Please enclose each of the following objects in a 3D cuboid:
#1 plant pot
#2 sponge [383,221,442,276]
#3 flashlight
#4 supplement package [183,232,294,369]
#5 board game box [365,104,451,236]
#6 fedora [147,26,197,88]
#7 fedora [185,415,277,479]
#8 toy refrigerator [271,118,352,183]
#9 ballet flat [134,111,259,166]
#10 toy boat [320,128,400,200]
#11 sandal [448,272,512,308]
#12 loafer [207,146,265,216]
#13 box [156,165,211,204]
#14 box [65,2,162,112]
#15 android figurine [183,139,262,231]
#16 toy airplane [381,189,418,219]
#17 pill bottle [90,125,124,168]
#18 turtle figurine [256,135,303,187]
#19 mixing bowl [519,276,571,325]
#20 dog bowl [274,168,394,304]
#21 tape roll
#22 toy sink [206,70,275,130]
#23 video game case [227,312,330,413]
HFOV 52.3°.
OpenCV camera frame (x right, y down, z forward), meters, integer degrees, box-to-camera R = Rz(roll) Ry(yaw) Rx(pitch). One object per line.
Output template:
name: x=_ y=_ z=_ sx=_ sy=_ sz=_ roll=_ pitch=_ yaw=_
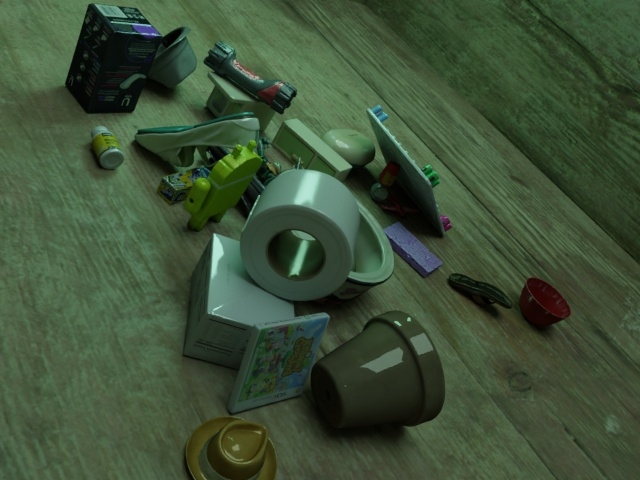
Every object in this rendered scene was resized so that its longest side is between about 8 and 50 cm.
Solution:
plant pot: x=0.109 y=0.311 z=1.452 sx=0.229 sy=0.263 sz=0.263 roll=-15 pitch=54 yaw=-26
sponge: x=0.298 y=0.028 z=2.148 sx=0.210 sy=0.031 sz=0.117 roll=45 pitch=34 yaw=16
flashlight: x=-0.223 y=-0.538 z=2.129 sx=0.304 sy=0.103 sz=0.103 roll=37 pitch=30 yaw=-1
supplement package: x=-0.180 y=0.143 z=1.473 sx=0.204 sy=0.145 sz=0.262 roll=20 pitch=35 yaw=-20
board game box: x=0.318 y=-0.243 z=2.288 sx=0.390 sy=0.050 sz=0.390 roll=57 pitch=0 yaw=31
fedora: x=-0.493 y=-0.580 z=2.130 sx=0.124 sy=0.244 sz=0.275 roll=51 pitch=13 yaw=-29
fedora: x=-0.154 y=0.395 z=1.227 sx=0.194 sy=0.079 sz=0.194 roll=23 pitch=33 yaw=-16
toy refrigerator: x=-0.034 y=-0.288 z=2.211 sx=0.269 sy=0.102 sz=0.094 roll=43 pitch=34 yaw=14
ballet flat: x=-0.345 y=-0.263 z=1.792 sx=0.400 sy=0.139 sz=0.139 roll=-3 pitch=22 yaw=25
toy boat: x=0.133 y=-0.277 z=2.327 sx=0.318 sy=0.148 sz=0.267 roll=38 pitch=27 yaw=21
sandal: x=0.518 y=0.175 z=2.130 sx=0.219 sy=0.060 sz=0.090 roll=20 pitch=26 yaw=6
loafer: x=-0.259 y=-0.187 z=1.892 sx=0.302 sy=0.095 sz=0.109 roll=44 pitch=-4 yaw=21
box: x=-0.365 y=-0.154 z=1.790 sx=0.059 sy=0.054 sz=0.169 roll=41 pitch=34 yaw=13
box: x=-0.594 y=-0.515 z=1.863 sx=0.165 sy=0.270 sz=0.143 roll=-14 pitch=55 yaw=-50
android figurine: x=-0.245 y=-0.144 z=1.676 sx=0.056 sy=0.273 sz=0.248 roll=42 pitch=34 yaw=10
toy airplane: x=0.271 y=-0.125 z=2.327 sx=0.151 sy=0.028 sz=0.151 roll=15 pitch=39 yaw=-12
pill bottle: x=-0.568 y=-0.249 z=1.727 sx=0.065 sy=0.065 sz=0.116 roll=-1 pitch=46 yaw=-42
turtle figurine: x=-0.145 y=-0.224 z=2.013 sx=0.175 sy=0.118 sz=0.234 roll=35 pitch=20 yaw=-1
mixing bowl: x=0.747 y=0.223 z=2.218 sx=0.181 sy=0.098 sz=0.181 roll=22 pitch=35 yaw=-16
dog bowl: x=0.000 y=0.000 z=1.778 sx=0.408 sy=0.150 sz=0.408 roll=30 pitch=32 yaw=-21
tape roll: x=-0.040 y=-0.012 z=1.437 sx=0.246 sy=0.246 sz=0.169 roll=28 pitch=32 yaw=-9
toy sink: x=-0.283 y=-0.461 z=2.195 sx=0.153 sy=0.131 sz=0.234 roll=48 pitch=30 yaw=22
video game case: x=-0.085 y=0.253 z=1.354 sx=0.193 sy=0.212 sz=0.023 roll=-3 pitch=31 yaw=-44
